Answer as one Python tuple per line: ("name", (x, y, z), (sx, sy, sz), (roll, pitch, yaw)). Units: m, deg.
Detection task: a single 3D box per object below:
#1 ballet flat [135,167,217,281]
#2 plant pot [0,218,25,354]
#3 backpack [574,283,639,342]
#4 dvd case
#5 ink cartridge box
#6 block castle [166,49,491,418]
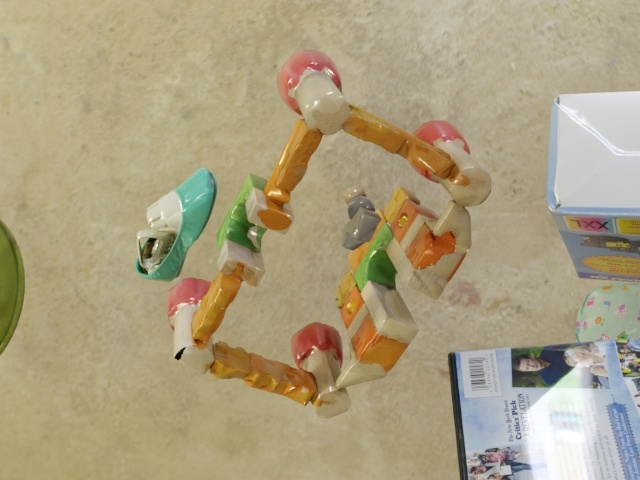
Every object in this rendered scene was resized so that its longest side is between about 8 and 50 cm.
("ballet flat", (-0.238, -0.015, 1.083), (0.247, 0.087, 0.083), (-57, 49, 41))
("plant pot", (-0.777, 0.078, 1.172), (0.366, 0.353, 0.366), (-3, 81, 17))
("backpack", (0.417, 0.117, 0.860), (0.115, 0.152, 0.182), (42, 157, -24))
("dvd case", (0.242, 0.165, 0.585), (0.253, 0.180, 0.022), (-6, 137, 10))
("ink cartridge box", (0.453, -0.039, 0.865), (0.270, 0.395, 0.151), (3, 77, 27))
("block castle", (0.000, 0.000, 0.973), (0.303, 0.213, 0.453), (23, 110, -20))
